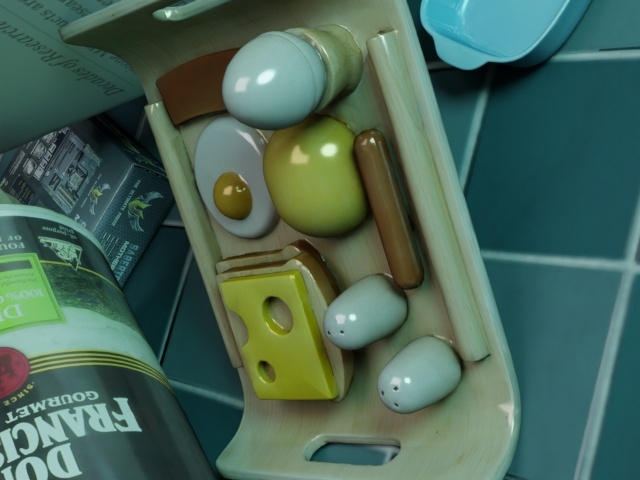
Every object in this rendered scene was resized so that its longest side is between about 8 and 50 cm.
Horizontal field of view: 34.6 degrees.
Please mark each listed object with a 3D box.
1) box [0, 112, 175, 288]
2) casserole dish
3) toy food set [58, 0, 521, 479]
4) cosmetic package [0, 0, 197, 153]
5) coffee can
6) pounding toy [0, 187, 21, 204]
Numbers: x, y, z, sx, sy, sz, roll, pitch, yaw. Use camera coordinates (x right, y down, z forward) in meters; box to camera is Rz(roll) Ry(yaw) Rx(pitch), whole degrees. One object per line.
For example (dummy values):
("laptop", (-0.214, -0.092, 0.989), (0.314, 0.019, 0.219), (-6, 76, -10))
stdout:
("box", (-0.237, 0.002, 0.904), (0.183, 0.059, 0.233), (39, 100, 46))
("casserole dish", (0.137, -0.184, 0.631), (0.114, 0.037, 0.188), (36, 99, 47))
("toy food set", (-0.030, 0.000, 0.587), (0.219, 0.092, 0.306), (-8, 103, 43))
("cosmetic package", (-0.170, -0.301, 0.643), (0.393, 0.327, 0.330), (-20, 76, 15))
("coffee can", (-0.191, 0.137, 0.683), (0.201, 0.201, 0.275), (-50, 49, 16))
("pounding toy", (-0.354, 0.041, 0.844), (0.155, 0.154, 0.270), (35, 98, 45))
